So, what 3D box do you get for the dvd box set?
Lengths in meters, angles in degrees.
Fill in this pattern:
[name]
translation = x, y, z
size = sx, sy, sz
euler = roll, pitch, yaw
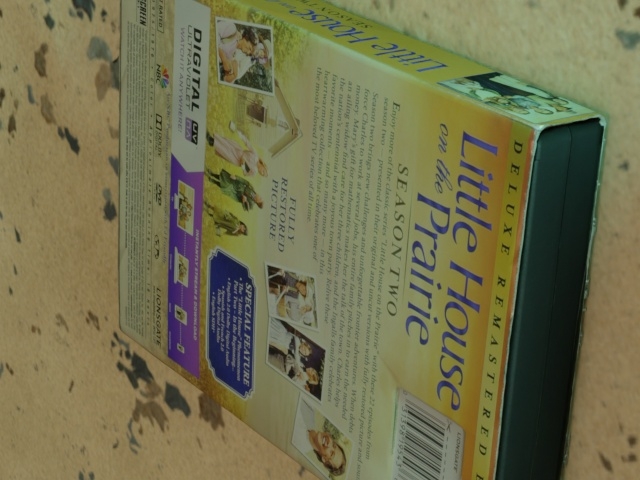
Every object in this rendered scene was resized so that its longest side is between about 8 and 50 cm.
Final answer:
[dvd box set]
translation = 0.000, 0.000, 1.086
size = 0.420, 0.062, 0.307
euler = 29, 125, 46
